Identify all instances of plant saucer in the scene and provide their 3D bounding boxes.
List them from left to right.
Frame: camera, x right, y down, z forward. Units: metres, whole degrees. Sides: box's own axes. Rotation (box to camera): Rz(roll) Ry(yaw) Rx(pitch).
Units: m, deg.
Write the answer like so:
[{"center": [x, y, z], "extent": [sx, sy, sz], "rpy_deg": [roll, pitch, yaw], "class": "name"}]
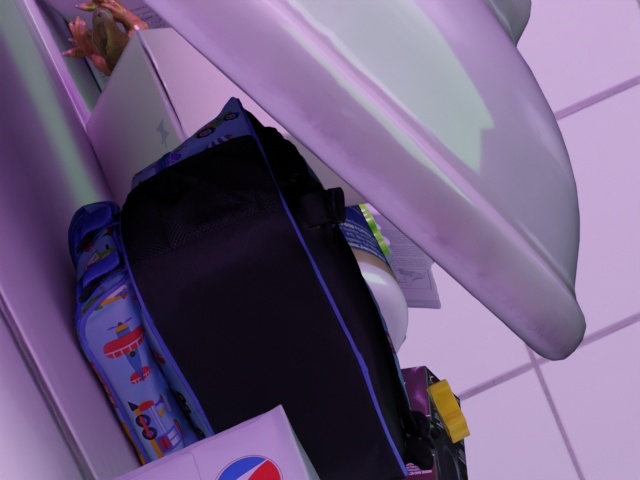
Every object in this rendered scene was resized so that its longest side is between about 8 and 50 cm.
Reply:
[{"center": [-0.029, -0.120, 0.538], "extent": [0.400, 0.100, 0.400], "rpy_deg": [41, 3, -3], "class": "plant saucer"}]

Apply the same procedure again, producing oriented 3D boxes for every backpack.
[{"center": [-0.038, 0.024, 0.620], "extent": [0.173, 0.117, 0.158], "rpy_deg": [-116, -178, -62], "class": "backpack"}]

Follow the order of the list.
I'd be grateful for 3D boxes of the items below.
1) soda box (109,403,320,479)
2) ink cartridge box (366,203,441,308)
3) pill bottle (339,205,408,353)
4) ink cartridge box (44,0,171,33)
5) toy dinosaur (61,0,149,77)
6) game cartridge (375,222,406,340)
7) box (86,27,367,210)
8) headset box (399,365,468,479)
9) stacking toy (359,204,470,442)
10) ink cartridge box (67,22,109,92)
[{"center": [-0.004, 0.150, 0.459], "extent": [0.216, 0.069, 0.074], "rpy_deg": [67, -1, -47], "class": "soda box"}, {"center": [0.000, 0.000, 1.628], "extent": [0.239, 0.275, 0.060], "rpy_deg": [69, 25, -61], "class": "ink cartridge box"}, {"center": [-0.048, -0.010, 1.063], "extent": [0.153, 0.153, 0.264], "rpy_deg": [68, -3, -50], "class": "pill bottle"}, {"center": [-0.108, -0.207, 1.061], "extent": [0.219, 0.160, 0.092], "rpy_deg": [44, 32, -68], "class": "ink cartridge box"}, {"center": [-0.119, -0.118, 0.971], "extent": [0.112, 0.064, 0.211], "rpy_deg": [43, 12, 21], "class": "toy dinosaur"}, {"center": [0.014, 0.117, 1.581], "extent": [0.060, 0.196, 0.294], "rpy_deg": [29, -21, 21], "class": "game cartridge"}, {"center": [-0.006, -0.082, 0.943], "extent": [0.113, 0.275, 0.094], "rpy_deg": [-50, -123, 46], "class": "box"}, {"center": [0.106, 0.311, 1.606], "extent": [0.218, 0.110, 0.293], "rpy_deg": [45, 38, -68], "class": "headset box"}, {"center": [0.004, 0.094, 1.161], "extent": [0.052, 0.167, 0.221], "rpy_deg": [85, -19, -85], "class": "stacking toy"}, {"center": [-0.167, -0.135, 1.244], "extent": [0.097, 0.046, 0.207], "rpy_deg": [-114, -179, -60], "class": "ink cartridge box"}]
